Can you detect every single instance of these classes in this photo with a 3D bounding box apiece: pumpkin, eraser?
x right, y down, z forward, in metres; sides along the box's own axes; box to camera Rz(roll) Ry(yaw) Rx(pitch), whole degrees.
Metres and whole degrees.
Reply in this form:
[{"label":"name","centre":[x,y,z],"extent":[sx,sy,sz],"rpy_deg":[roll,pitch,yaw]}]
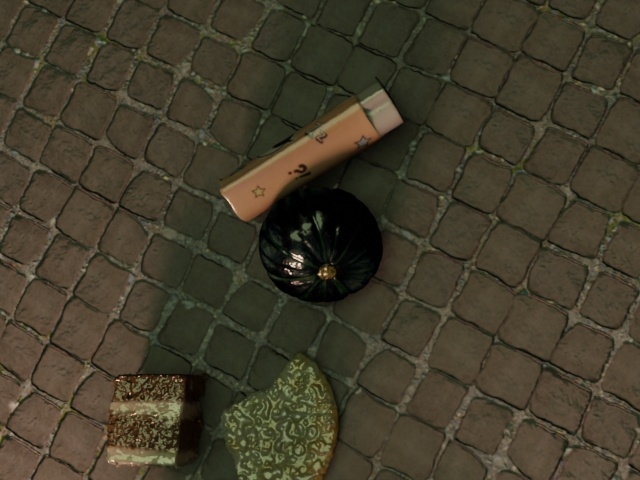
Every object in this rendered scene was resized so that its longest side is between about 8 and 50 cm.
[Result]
[{"label":"pumpkin","centre":[0.001,0.007,1.806],"extent":[0.194,0.194,0.150],"rpy_deg":[-13,60,11]},{"label":"eraser","centre":[-0.012,-0.141,1.836],"extent":[0.290,0.171,0.087],"rpy_deg":[-31,95,8]}]

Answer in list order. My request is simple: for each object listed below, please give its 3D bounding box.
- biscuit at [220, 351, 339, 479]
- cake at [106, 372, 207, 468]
[{"label":"biscuit","centre":[-0.066,0.303,1.848],"extent":[0.188,0.040,0.266],"rpy_deg":[17,85,15]},{"label":"cake","centre":[-0.253,0.281,1.845],"extent":[0.134,0.135,0.147],"rpy_deg":[-3,81,10]}]
